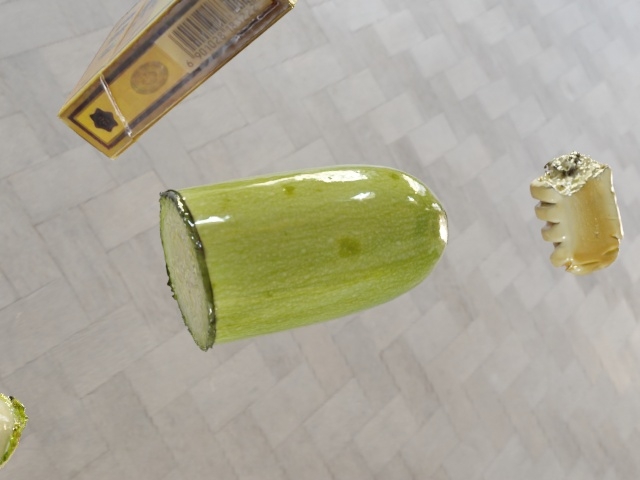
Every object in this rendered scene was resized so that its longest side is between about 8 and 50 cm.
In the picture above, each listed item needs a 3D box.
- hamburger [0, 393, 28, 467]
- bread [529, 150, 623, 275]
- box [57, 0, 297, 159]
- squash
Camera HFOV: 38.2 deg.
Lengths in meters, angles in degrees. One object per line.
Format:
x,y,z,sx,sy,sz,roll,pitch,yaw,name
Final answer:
-0.461,0.258,1.234,0.141,0.081,0.126,-41,59,-10,hamburger
0.368,-0.037,1.335,0.119,0.084,0.177,-16,99,-14,bread
-0.135,-0.235,0.974,0.084,0.301,0.193,41,40,-23,box
0.000,0.000,0.766,0.247,0.132,0.132,-13,81,-23,squash
